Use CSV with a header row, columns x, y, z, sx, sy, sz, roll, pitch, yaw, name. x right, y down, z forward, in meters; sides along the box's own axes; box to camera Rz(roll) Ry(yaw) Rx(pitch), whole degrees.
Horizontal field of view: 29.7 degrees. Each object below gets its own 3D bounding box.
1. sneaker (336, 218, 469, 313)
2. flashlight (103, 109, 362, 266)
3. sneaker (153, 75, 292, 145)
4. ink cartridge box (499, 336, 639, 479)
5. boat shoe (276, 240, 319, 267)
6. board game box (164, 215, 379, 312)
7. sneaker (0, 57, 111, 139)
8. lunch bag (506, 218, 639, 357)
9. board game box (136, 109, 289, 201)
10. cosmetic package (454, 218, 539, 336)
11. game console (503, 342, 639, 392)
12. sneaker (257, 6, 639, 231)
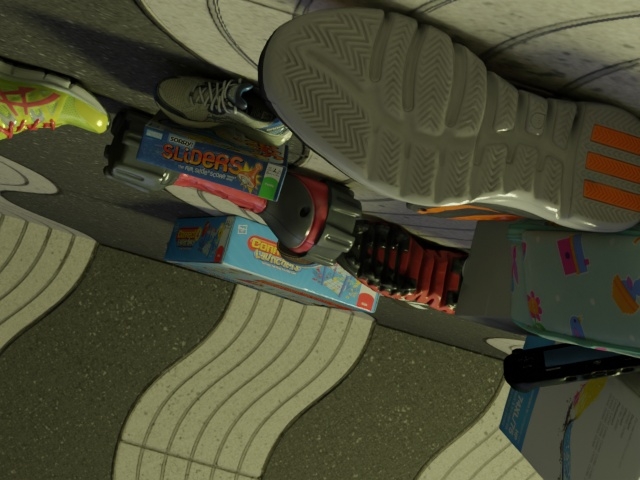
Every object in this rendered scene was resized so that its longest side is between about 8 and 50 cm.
x,y,z,sx,sy,sz,roll,pitch,yaw,name
0.111,0.041,1.722,0.276,0.098,0.135,19,170,-33,sneaker
-0.103,-0.059,1.427,0.304,0.103,0.103,18,173,-24,flashlight
-0.085,-0.130,1.111,0.135,0.052,0.058,12,162,-9,sneaker
0.387,0.221,1.472,0.198,0.197,0.270,3,-156,-24,ink cartridge box
0.000,0.000,1.824,0.183,0.066,0.066,-3,158,37,boat shoe
-0.088,0.043,2.197,0.308,0.086,0.302,19,171,-25,board game box
-0.335,-0.143,1.320,0.208,0.094,0.081,16,171,-11,sneaker
0.299,0.020,0.981,0.224,0.108,0.279,-10,-172,-26,lunch bag
-0.100,-0.092,1.186,0.136,0.035,0.201,17,-168,-5,board game box
0.253,0.041,1.335,0.107,0.127,0.238,17,174,-17,cosmetic package
0.376,0.115,1.295,0.361,0.044,0.213,-11,-179,10,game console
0.077,-0.069,0.897,0.321,0.125,0.180,19,171,-24,sneaker
